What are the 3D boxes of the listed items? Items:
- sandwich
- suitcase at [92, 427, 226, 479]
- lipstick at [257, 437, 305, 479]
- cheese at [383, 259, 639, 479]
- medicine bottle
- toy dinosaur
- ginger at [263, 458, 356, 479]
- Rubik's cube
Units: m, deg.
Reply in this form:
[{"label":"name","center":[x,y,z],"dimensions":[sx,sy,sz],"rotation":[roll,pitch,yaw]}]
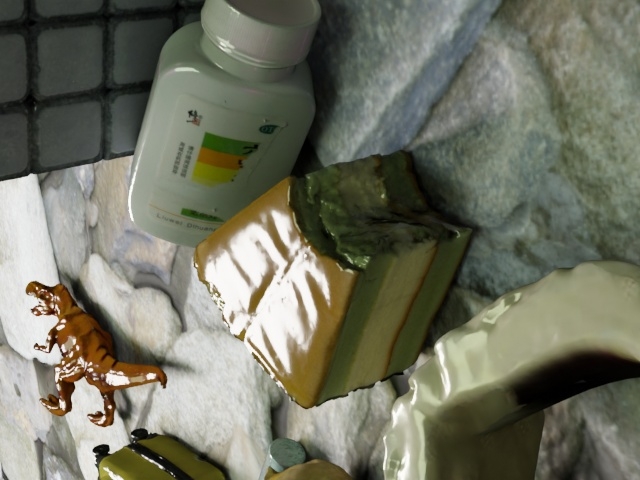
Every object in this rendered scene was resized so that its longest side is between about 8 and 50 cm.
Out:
[{"label":"sandwich","center":[0.000,0.000,0.829],"dimensions":[0.227,0.155,0.198],"rotation":[43,130,34]},{"label":"suitcase","center":[-0.237,0.402,1.268],"dimensions":[0.235,0.143,0.194],"rotation":[13,112,48]},{"label":"lipstick","center":[-0.059,0.314,1.095],"dimensions":[0.048,0.048,0.158],"rotation":[44,133,33]},{"label":"cheese","center":[0.194,0.175,0.601],"dimensions":[0.332,0.153,0.292],"rotation":[-34,63,41]},{"label":"medicine bottle","center":[-0.095,-0.124,0.894],"dimensions":[0.111,0.161,0.296],"rotation":[-97,26,-46]},{"label":"toy dinosaur","center":[-0.361,0.211,1.403],"dimensions":[0.432,0.097,0.208],"rotation":[28,114,39]},{"label":"ginger","center":[0.019,0.335,0.935],"dimensions":[0.138,0.152,0.267],"rotation":[74,170,-46]},{"label":"Rubik's cube","center":[-0.308,-0.297,0.952],"dimensions":[0.337,0.344,0.344],"rotation":[39,132,36]}]
